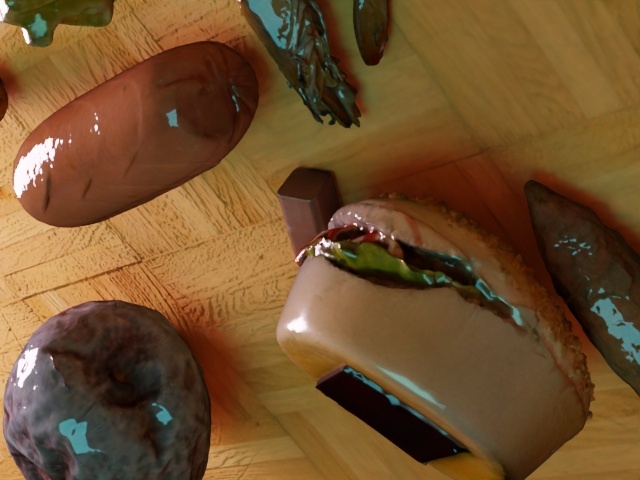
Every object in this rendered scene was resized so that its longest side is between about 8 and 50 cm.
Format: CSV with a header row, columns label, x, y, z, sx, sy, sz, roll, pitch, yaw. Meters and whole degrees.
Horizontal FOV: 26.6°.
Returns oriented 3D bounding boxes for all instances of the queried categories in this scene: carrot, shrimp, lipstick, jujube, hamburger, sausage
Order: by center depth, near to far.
label,x,y,z,sx,sy,sz,roll,pitch,yaw
shrimp,0.002,-0.189,1.120,0.133,0.053,0.236,-12,121,19
carrot,0.258,0.050,1.152,0.263,0.102,0.102,49,140,-9
hamburger,0.104,0.088,1.194,0.302,0.170,0.302,33,165,10
sausage,-0.176,-0.096,1.276,0.304,0.121,0.121,-22,116,47
lipstick,0.000,0.000,1.309,0.045,0.045,0.145,13,138,29
jujube,-0.237,0.210,1.564,0.246,0.215,0.308,40,148,11

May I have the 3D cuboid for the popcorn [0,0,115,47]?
label,x,y,z,sx,sy,sz,roll,pitch,yaw
popcorn,-0.217,-0.265,1.083,0.185,0.167,0.187,31,152,54

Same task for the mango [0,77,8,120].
label,x,y,z,sx,sy,sz,roll,pitch,yaw
mango,-0.372,-0.148,1.411,0.127,0.063,0.077,-7,131,47
